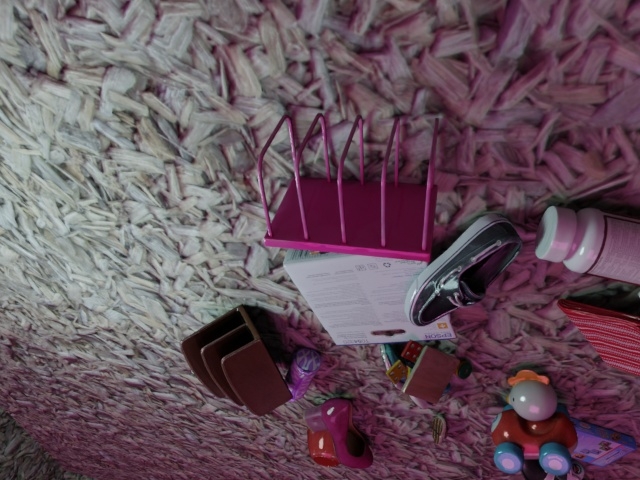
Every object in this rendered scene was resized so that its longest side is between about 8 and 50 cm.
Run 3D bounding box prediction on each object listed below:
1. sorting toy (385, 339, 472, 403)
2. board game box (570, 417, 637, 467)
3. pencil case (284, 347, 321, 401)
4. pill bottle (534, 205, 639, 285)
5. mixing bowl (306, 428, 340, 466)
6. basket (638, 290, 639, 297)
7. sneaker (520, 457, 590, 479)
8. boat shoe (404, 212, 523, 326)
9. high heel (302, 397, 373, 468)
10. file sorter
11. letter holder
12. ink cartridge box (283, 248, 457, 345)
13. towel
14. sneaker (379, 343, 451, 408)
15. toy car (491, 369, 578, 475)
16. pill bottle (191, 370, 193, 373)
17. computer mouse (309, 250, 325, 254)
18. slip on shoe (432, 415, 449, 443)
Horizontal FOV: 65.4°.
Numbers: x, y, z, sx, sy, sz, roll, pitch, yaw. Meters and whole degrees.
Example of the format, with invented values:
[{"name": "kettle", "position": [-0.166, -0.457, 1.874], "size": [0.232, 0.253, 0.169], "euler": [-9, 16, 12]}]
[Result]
[{"name": "sorting toy", "position": [0.268, 0.335, 1.276], "size": [0.275, 0.132, 0.046], "euler": [27, -179, -33]}, {"name": "board game box", "position": [0.769, 0.590, 1.457], "size": [0.212, 0.039, 0.160], "euler": [17, 137, 0]}, {"name": "pencil case", "position": [-0.058, 0.407, 1.505], "size": [0.087, 0.088, 0.206], "euler": [10, 138, -8]}, {"name": "pill bottle", "position": [0.516, 0.008, 0.896], "size": [0.222, 0.121, 0.121], "euler": [12, 136, 6]}, {"name": "mixing bowl", "position": [0.028, 0.767, 1.833], "size": [0.182, 0.098, 0.181], "euler": [9, 136, 9]}, {"name": "basket", "position": [0.751, 0.194, 0.776], "size": [0.267, 0.331, 0.328], "euler": [-34, 93, 18]}, {"name": "sneaker", "position": [0.717, 0.693, 1.531], "size": [0.146, 0.122, 0.331], "euler": [-32, 126, 31]}, {"name": "boat shoe", "position": [0.284, 0.086, 1.000], "size": [0.108, 0.102, 0.301], "euler": [24, 119, -29]}, {"name": "high heel", "position": [0.117, 0.663, 1.687], "size": [0.182, 0.127, 0.377], "euler": [-25, 126, 28]}, {"name": "file sorter", "position": [0.057, -0.108, 0.874], "size": [0.291, 0.202, 0.182], "euler": [5, 132, 13]}, {"name": "letter holder", "position": [-0.239, 0.370, 1.408], "size": [0.215, 0.152, 0.301], "euler": [-29, 131, -12]}, {"name": "ink cartridge box", "position": [0.126, 0.125, 1.178], "size": [0.325, 0.071, 0.330], "euler": [-9, 134, 24]}, {"name": "towel", "position": [0.648, 0.225, 1.063], "size": [0.275, 0.031, 0.199], "euler": [43, 167, -25]}, {"name": "sneaker", "position": [0.256, 0.355, 1.366], "size": [0.110, 0.107, 0.275], "euler": [-36, 122, 19]}, {"name": "toy car", "position": [0.541, 0.442, 1.308], "size": [0.211, 0.219, 0.237], "euler": [-12, 100, 29]}, {"name": "pill bottle", "position": [-0.307, 0.417, 1.582], "size": [0.180, 0.107, 0.108], "euler": [39, 133, -21]}, {"name": "computer mouse", "position": [0.000, 0.000, 1.004], "size": [0.262, 0.184, 0.060], "euler": [-5, 112, 22]}, {"name": "slip on shoe", "position": [0.389, 0.601, 1.592], "size": [0.041, 0.051, 0.135], "euler": [-19, 128, -19]}]
